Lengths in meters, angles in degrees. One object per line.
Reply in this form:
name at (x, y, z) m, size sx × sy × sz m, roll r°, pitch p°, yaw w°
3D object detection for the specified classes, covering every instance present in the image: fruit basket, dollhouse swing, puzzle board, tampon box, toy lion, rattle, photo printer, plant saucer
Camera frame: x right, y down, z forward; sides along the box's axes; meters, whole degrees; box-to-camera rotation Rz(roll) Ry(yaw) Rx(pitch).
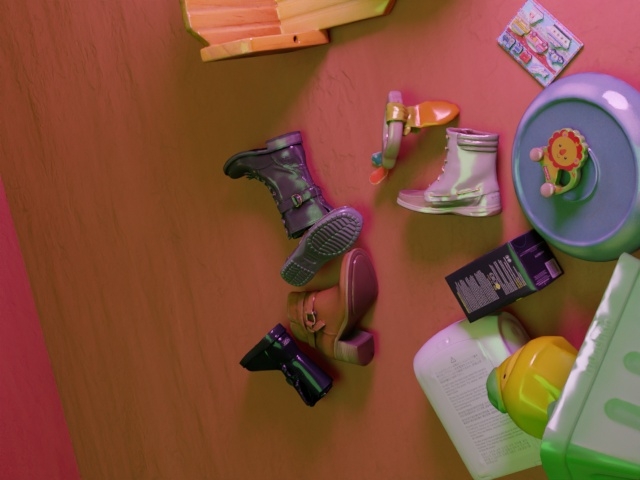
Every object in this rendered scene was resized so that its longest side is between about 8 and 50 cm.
fruit basket at (0.418, 0.228, 1.216) m, size 0.392 × 0.392 × 0.283 m, roll 15°, pitch 150°, yaw 37°
dollhouse swing at (-0.072, -0.548, 1.459) m, size 0.305 × 0.315 × 0.347 m, roll 4°, pitch 107°, yaw 51°
puzzle board at (0.374, -0.341, 1.314) m, size 0.128 × 0.011 × 0.096 m, roll 49°, pitch 130°, yaw 16°
tampon box at (0.338, 0.065, 1.412) m, size 0.161 × 0.120 × 0.101 m, roll -35°, pitch 81°, yaw 42°
toy lion at (0.396, -0.129, 1.245) m, size 0.096 × 0.034 × 0.100 m, roll -20°, pitch 84°, yaw 51°
rattle at (0.178, -0.196, 1.522) m, size 0.130 × 0.143 × 0.199 m, roll -114°, pitch 20°, yaw -47°
photo printer at (0.337, 0.301, 1.506) m, size 0.256 × 0.107 × 0.307 m, roll -37°, pitch 79°, yaw 41°
plant saucer at (0.428, -0.116, 1.265) m, size 0.317 × 0.044 × 0.317 m, roll 28°, pitch 124°, yaw 52°

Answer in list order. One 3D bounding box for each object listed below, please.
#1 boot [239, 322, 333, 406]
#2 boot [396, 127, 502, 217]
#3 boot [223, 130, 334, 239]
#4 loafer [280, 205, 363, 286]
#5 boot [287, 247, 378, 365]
boot at (-0.085, 0.328, 1.884) m, size 0.207 × 0.094 × 0.246 m, roll 48°, pitch 146°, yaw 4°
boot at (0.242, -0.133, 1.457) m, size 0.213 × 0.077 × 0.165 m, roll 6°, pitch 110°, yaw 34°
boot at (-0.099, -0.110, 1.750) m, size 0.263 × 0.091 × 0.229 m, roll -18°, pitch 92°, yaw 41°
loafer at (0.000, 0.000, 1.688) m, size 0.094 × 0.087 × 0.251 m, roll 38°, pitch 124°, yaw -17°
boot at (0.020, 0.136, 1.739) m, size 0.220 × 0.109 × 0.283 m, roll 15°, pitch 122°, yaw 41°
